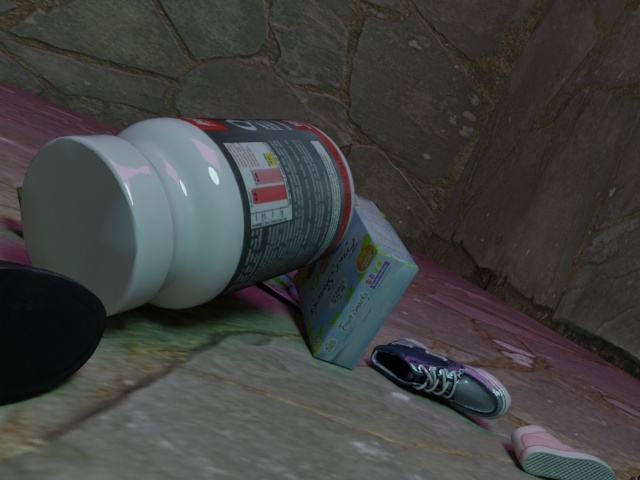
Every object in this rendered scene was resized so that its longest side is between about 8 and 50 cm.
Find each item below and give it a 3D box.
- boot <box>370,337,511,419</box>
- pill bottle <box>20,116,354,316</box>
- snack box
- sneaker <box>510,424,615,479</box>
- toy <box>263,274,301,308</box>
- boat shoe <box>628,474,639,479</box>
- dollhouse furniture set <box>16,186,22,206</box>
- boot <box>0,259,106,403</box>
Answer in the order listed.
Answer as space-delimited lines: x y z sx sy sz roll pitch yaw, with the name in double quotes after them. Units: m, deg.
0.162 0.197 0.795 0.190 0.069 0.086 21 10 35 "boot"
-0.129 -0.039 0.672 0.210 0.210 0.363 29 23 24 "pill bottle"
0.040 0.047 0.813 0.070 0.175 0.207 22 21 -22 "snack box"
0.306 0.275 0.730 0.134 0.051 0.070 20 13 -9 "sneaker"
-0.014 0.086 0.985 0.237 0.056 0.137 28 8 21 "toy"
0.445 0.335 0.592 0.116 0.097 0.324 25 7 -6 "boat shoe"
-0.294 -0.044 0.719 0.151 0.059 0.076 -9 25 -28 "dollhouse furniture set"
-0.330 0.020 0.402 0.280 0.096 0.264 21 11 34 "boot"
